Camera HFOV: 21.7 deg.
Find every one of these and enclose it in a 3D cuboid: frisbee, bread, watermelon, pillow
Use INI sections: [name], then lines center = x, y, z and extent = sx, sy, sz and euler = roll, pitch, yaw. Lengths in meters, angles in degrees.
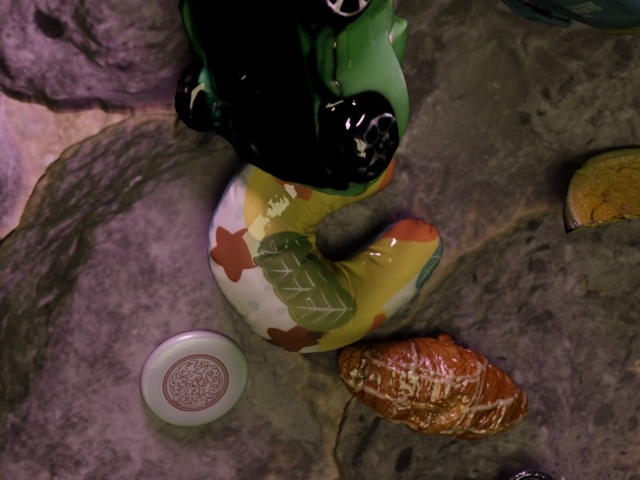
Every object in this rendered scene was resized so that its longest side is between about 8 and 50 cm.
[frisbee]
center = -0.124, 0.138, 1.660
extent = 0.110, 0.014, 0.110
euler = -8, 120, -13
[bread]
center = 0.127, 0.156, 1.715
extent = 0.233, 0.076, 0.105
euler = 17, 114, -27
[watermelon]
center = 0.308, -0.036, 1.656
extent = 0.181, 0.092, 0.075
euler = -15, 136, -19
[pillow]
center = 0.000, 0.000, 1.588
extent = 0.214, 0.086, 0.233
euler = -34, 121, -9

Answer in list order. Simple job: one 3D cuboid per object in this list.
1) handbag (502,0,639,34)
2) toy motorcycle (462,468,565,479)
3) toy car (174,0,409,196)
[handbag]
center = 0.218, -0.294, 1.374
extent = 0.241, 0.263, 0.222
euler = 20, 83, -23
[toy motorcycle]
center = 0.180, 0.340, 1.825
extent = 0.221, 0.102, 0.150
euler = -24, 111, -3
[toy car]
center = -0.020, -0.215, 1.388
extent = 0.176, 0.213, 0.359
euler = -42, 134, -33
